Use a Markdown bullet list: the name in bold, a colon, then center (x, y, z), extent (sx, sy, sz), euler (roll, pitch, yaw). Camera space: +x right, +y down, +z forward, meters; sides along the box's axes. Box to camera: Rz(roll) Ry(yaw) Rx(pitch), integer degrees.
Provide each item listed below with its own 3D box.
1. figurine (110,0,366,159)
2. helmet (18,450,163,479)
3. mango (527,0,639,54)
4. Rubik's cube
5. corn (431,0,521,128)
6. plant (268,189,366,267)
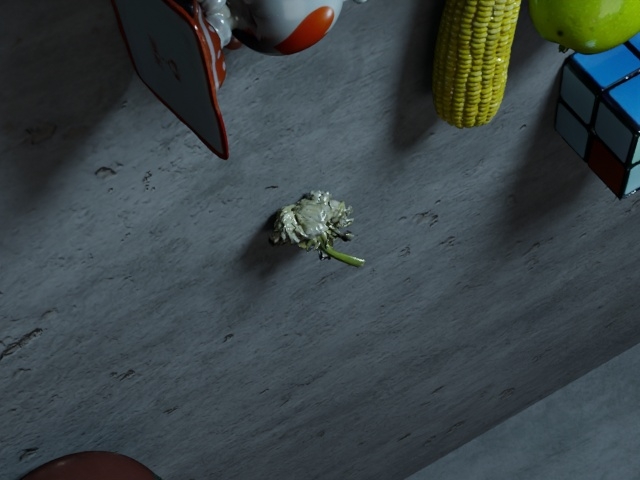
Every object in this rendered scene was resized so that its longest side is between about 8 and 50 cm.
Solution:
- **figurine**: center (-0.055, -0.227, 0.906), extent (0.226, 0.160, 0.183), euler (-36, 152, -18)
- **helmet**: center (-0.368, 0.442, 1.442), extent (0.385, 0.230, 0.337), euler (-22, 148, -7)
- **mango**: center (0.365, -0.349, 1.151), extent (0.293, 0.143, 0.175), euler (-51, 142, 7)
- **Rubik's cube**: center (0.470, -0.199, 1.436), extent (0.183, 0.167, 0.180), euler (-27, 150, -11)
- **corn**: center (0.184, -0.236, 1.170), extent (0.093, 0.093, 0.244), euler (-25, 147, -17)
- **plant**: center (0.000, 0.000, 1.300), extent (0.116, 0.122, 0.104), euler (-30, 162, -23)
